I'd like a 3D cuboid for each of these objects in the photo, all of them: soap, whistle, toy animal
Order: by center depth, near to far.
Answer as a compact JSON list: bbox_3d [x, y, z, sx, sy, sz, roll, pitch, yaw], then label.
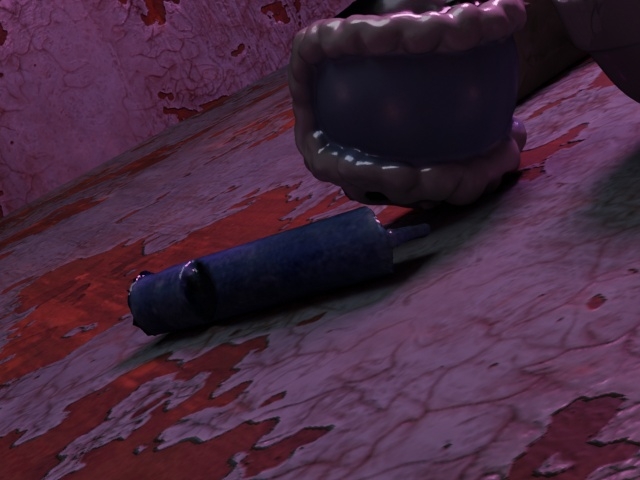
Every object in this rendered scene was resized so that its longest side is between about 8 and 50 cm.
[{"bbox_3d":[-0.043,0.025,1.104,0.304,0.062,0.062,-16,16,41],"label":"whistle"},{"bbox_3d":[0.091,-0.119,1.130,0.208,0.204,0.156,-12,21,-22],"label":"toy animal"},{"bbox_3d":[0.192,-0.253,1.519,0.182,0.138,0.199,-33,27,-31],"label":"soap"}]

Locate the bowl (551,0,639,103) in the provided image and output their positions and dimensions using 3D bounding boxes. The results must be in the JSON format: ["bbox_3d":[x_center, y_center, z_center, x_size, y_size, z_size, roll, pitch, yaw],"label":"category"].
[{"bbox_3d":[0.327,-0.180,0.976,0.287,0.144,0.287,-25,12,6],"label":"bowl"}]
